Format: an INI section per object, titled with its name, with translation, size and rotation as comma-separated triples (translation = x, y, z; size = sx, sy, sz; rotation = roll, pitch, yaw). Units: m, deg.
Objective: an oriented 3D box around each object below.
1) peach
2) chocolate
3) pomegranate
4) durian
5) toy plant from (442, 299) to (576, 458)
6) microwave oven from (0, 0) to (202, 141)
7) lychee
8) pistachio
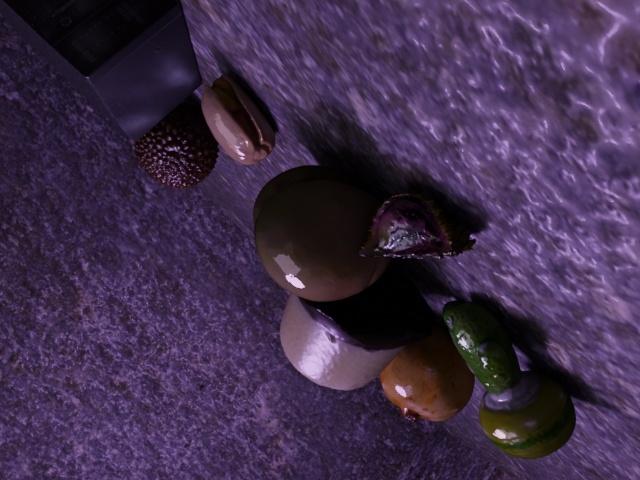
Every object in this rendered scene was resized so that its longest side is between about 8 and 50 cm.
[peach]
translation = 0.003, -0.010, 0.921
size = 0.292, 0.247, 0.292
rotation = 43, -179, -1
[chocolate]
translation = 0.062, 0.211, 1.126
size = 0.314, 0.297, 0.326
rotation = 8, -155, -23
[pomegranate]
translation = 0.283, 0.356, 1.254
size = 0.264, 0.264, 0.264
rotation = 41, 168, 11
[durian]
translation = 0.162, -0.032, 0.765
size = 0.186, 0.119, 0.108
rotation = -3, 98, 40
[toy plant]
translation = 0.357, 0.265, 0.947
size = 0.316, 0.184, 0.224
rotation = 55, -174, -2
[microwave oven]
translation = -0.514, -0.487, 1.031
size = 0.432, 0.236, 0.374
rotation = 43, 169, 4
[lychee]
translation = -0.426, -0.294, 1.404
size = 0.267, 0.267, 0.267
rotation = 41, 168, 11
[pistachio]
translation = -0.185, -0.256, 1.024
size = 0.200, 0.117, 0.145
rotation = 50, 171, -25
